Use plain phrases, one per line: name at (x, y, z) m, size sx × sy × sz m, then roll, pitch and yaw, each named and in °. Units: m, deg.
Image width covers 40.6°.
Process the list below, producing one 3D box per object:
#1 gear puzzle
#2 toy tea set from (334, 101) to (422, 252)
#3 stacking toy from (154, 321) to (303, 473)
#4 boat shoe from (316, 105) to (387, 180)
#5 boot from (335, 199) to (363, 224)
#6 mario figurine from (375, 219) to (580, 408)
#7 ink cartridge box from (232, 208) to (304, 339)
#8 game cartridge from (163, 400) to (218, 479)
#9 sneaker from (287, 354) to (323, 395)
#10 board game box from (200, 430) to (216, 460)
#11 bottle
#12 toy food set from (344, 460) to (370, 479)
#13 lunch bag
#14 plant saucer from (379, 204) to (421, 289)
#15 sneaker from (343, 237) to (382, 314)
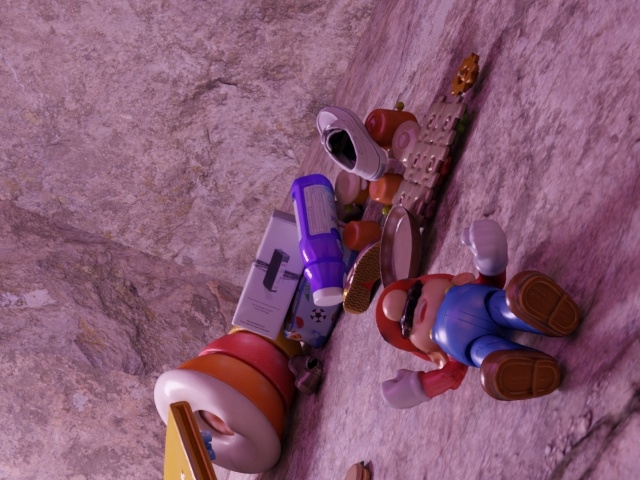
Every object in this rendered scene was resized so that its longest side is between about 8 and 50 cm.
gear puzzle at (0.223, -0.181, 1.585) m, size 0.175 × 0.044 × 0.338 m, roll -144°, pitch 73°, yaw -74°
toy tea set at (0.144, -0.129, 1.852) m, size 0.200 × 0.124 × 0.336 m, roll 52°, pitch 123°, yaw 45°
stacking toy at (-0.160, 0.316, 2.201) m, size 0.480 × 0.351 × 0.350 m, roll -53°, pitch -4°, yaw -40°
boat shoe at (0.047, -0.217, 1.823) m, size 0.258 × 0.084 × 0.095 m, roll 47°, pitch 119°, yaw 47°
boot at (0.073, -0.079, 2.263) m, size 0.106 × 0.082 × 0.219 m, roll -42°, pitch 13°, yaw 19°
mario figurine at (0.142, 0.093, 0.993) m, size 0.198 × 0.170 × 0.320 m, roll -36°, pitch 10°, yaw -15°
ink cartridge box at (-0.107, 0.073, 2.054) m, size 0.197 × 0.114 × 0.272 m, roll -103°, pitch 34°, yaw -82°
game cartridge at (-0.289, 0.568, 1.932) m, size 0.285 × 0.053 × 0.323 m, roll -121°, pitch 31°, yaw -43°
sneaker at (-0.025, 0.296, 1.999) m, size 0.071 × 0.066 × 0.188 m, roll -52°, pitch 16°, yaw 5°
board game box at (-0.279, 0.687, 2.056) m, size 0.390 × 0.050 × 0.389 m, roll 123°, pitch 134°, yaw -55°
bottle at (0.000, 0.000, 1.873) m, size 0.118 × 0.092 × 0.282 m, roll 56°, pitch -157°, yaw -64°
toy food set at (0.053, 0.391, 1.372) m, size 0.082 × 0.020 × 0.083 m, roll -120°, pitch 51°, yaw -79°
lunch bag at (0.005, 0.089, 2.085) m, size 0.243 × 0.115 × 0.303 m, roll -87°, pitch 19°, yaw -71°
plant saucer at (0.143, 0.021, 1.527) m, size 0.168 × 0.029 × 0.168 m, roll -178°, pitch 90°, yaw -76°
sneaker at (0.090, 0.058, 1.758) m, size 0.083 × 0.070 × 0.185 m, roll -93°, pitch 26°, yaw -57°
